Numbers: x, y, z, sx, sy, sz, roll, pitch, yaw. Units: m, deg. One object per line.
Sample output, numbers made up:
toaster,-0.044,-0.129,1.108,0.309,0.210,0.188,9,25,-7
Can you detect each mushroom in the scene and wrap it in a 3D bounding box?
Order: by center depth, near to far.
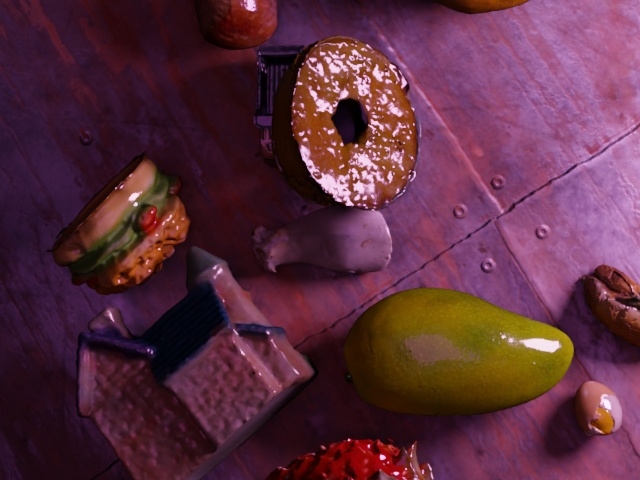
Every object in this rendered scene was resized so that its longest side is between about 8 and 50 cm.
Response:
mushroom,0.000,0.000,1.664,0.225,0.093,0.116,-1,107,4

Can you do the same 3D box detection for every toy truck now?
toy truck,-0.060,-0.217,1.690,0.083,0.092,0.192,0,86,8

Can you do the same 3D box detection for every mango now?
mango,0.205,0.168,1.589,0.342,0.156,0.193,0,94,5

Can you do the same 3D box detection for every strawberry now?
strawberry,0.004,0.425,1.569,0.343,0.292,0.292,-3,85,27

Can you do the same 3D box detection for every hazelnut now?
hazelnut,-0.136,-0.383,1.699,0.143,0.143,0.154,-21,67,7

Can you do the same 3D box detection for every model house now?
model house,-0.206,0.189,1.605,0.312,0.245,0.280,-42,79,7

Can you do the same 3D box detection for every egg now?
egg,0.417,0.253,1.591,0.071,0.071,0.083,-15,81,7

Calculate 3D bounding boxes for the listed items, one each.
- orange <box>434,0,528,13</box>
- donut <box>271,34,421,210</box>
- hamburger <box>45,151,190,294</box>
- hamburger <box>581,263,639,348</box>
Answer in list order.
orange,0.244,-0.482,1.585,0.278,0.235,0.279,1,128,2
donut,0.031,-0.172,1.617,0.272,0.107,0.272,7,78,-35
hamburger,-0.299,-0.014,1.654,0.237,0.237,0.149,-44,103,3
hamburger,0.465,0.111,1.581,0.176,0.102,0.087,39,104,9
